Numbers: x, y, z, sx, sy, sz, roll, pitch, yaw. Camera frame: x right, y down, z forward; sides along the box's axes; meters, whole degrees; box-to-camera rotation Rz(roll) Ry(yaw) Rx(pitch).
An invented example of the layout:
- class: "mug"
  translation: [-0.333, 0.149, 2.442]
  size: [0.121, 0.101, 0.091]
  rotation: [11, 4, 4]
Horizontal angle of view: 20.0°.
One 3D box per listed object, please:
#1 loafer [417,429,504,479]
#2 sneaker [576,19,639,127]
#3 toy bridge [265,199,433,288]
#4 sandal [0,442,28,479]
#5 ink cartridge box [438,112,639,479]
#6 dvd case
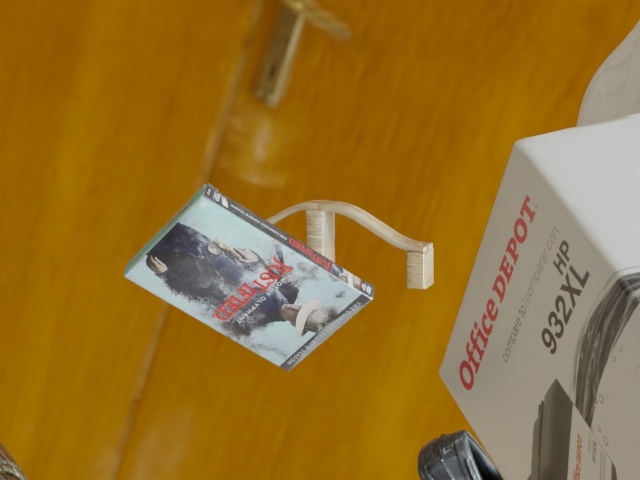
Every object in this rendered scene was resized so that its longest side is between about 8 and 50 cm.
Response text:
- class: "loafer"
  translation: [0.198, 0.297, 2.012]
  size: [0.223, 0.078, 0.076]
  rotation: [48, 27, -19]
- class: "sneaker"
  translation: [0.294, -0.117, 1.583]
  size: [0.108, 0.292, 0.169]
  rotation: [21, 33, 0]
- class: "toy bridge"
  translation: [0.000, 0.000, 1.455]
  size: [0.188, 0.063, 0.026]
  rotation: [5, 13, 25]
- class: "sandal"
  translation: [-0.297, 0.225, 1.580]
  size: [0.090, 0.060, 0.219]
  rotation: [59, 6, 9]
- class: "ink cartridge box"
  translation: [0.212, 0.106, 1.086]
  size: [0.129, 0.223, 0.307]
  rotation: [-12, 50, -24]
- class: "dvd case"
  translation: [-0.042, 0.024, 1.050]
  size: [0.119, 0.087, 0.013]
  rotation: [31, 40, -21]
